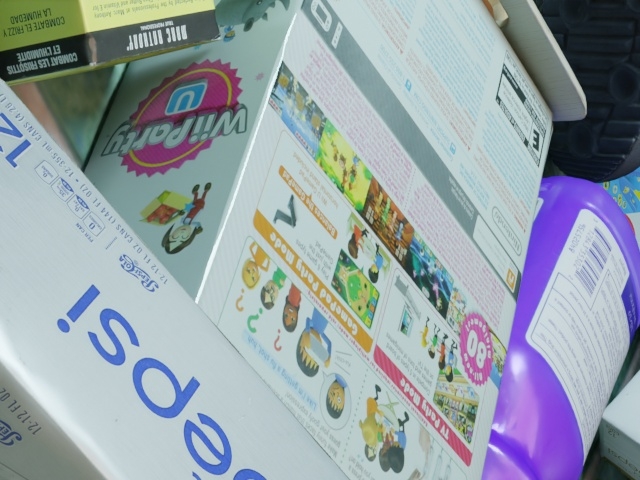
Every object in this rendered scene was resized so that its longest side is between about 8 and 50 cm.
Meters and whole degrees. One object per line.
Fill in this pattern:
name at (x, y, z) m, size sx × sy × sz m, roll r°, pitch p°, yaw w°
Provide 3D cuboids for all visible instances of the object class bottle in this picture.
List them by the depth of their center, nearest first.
bottle at (0.095, 0.086, 0.890) m, size 0.283 × 0.092 × 0.118 m, roll -59°, pitch 134°, yaw -44°

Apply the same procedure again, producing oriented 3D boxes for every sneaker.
sneaker at (0.225, -0.189, 1.047) m, size 0.131 × 0.112 × 0.319 m, roll -1°, pitch 108°, yaw -42°

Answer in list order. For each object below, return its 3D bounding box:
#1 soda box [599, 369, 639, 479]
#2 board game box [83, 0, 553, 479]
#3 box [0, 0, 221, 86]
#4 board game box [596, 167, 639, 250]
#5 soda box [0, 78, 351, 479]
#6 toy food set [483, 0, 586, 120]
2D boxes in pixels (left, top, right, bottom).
soda box at (0.276, 0.074, 1.099) m, size 0.216 × 0.074 × 0.069 m, roll -45°, pitch 152°, yaw -18°
board game box at (0.000, 0.000, 0.755) m, size 0.224 × 0.097 × 0.303 m, roll 50°, pitch 44°, yaw -40°
box at (-0.105, -0.182, 0.652) m, size 0.087 × 0.058 × 0.232 m, roll -24°, pitch 105°, yaw -53°
board game box at (0.290, -0.128, 1.243) m, size 0.308 × 0.086 × 0.302 m, roll 0°, pitch 84°, yaw -58°
soda box at (-0.059, 0.094, 0.547) m, size 0.286 × 0.091 × 0.098 m, roll 49°, pitch 30°, yaw -10°
toy food set at (0.089, -0.242, 0.907) m, size 0.220 × 0.092 × 0.306 m, roll 50°, pitch 35°, yaw -41°
